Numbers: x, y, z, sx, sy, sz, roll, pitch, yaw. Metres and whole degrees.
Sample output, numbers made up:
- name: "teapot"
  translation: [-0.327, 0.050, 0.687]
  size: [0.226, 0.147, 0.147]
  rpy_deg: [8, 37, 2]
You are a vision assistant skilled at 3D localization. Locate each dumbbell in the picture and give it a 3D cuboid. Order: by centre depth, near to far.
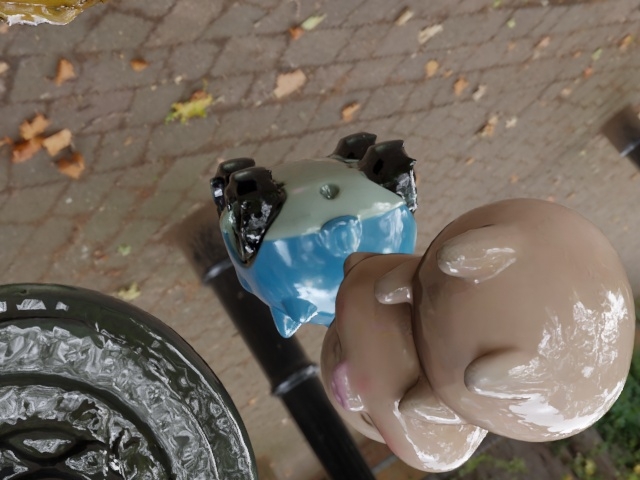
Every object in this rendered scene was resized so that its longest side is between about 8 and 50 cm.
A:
- name: "dumbbell"
  translation: [-0.137, 0.117, 0.399]
  size: [0.192, 0.192, 0.290]
  rpy_deg: [-26, -176, -23]

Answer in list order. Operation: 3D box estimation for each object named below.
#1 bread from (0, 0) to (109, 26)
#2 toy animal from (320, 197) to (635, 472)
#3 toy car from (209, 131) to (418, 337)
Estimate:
- name: "bread"
  translation: [-0.283, -0.347, 0.646]
  size: [0.397, 0.215, 0.398]
  rpy_deg: [6, 144, 5]
- name: "toy animal"
  translation: [0.089, 0.059, 0.555]
  size: [0.154, 0.167, 0.250]
  rpy_deg: [1, 165, -25]
- name: "toy car"
  translation: [0.000, 0.000, 0.875]
  size: [0.188, 0.190, 0.255]
  rpy_deg: [-14, -166, -11]
